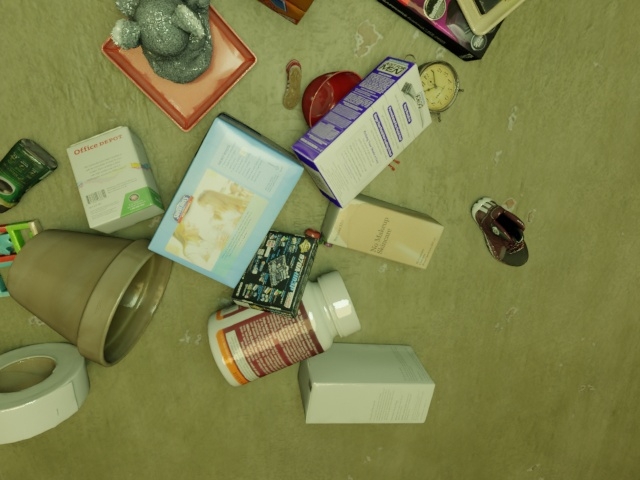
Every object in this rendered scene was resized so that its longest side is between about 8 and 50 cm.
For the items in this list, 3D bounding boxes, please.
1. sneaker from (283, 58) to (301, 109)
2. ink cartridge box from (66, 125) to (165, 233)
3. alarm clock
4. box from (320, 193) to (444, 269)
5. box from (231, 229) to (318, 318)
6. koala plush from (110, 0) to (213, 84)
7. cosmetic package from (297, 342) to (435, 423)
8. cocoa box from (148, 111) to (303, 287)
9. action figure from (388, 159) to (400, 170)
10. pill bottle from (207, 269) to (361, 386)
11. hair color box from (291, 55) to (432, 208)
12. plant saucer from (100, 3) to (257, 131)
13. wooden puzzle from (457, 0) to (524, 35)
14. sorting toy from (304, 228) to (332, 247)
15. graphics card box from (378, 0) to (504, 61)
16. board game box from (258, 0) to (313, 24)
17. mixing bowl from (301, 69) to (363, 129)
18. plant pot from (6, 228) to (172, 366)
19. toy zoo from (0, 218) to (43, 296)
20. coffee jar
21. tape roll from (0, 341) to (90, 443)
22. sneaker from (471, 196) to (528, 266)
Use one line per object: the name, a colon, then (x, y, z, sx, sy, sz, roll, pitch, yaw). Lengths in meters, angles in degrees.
sneaker: (-0.071, -0.401, 1.051, 0.042, 0.067, 0.118, 4, 139, -14)
ink cartridge box: (-0.491, -0.144, 0.990, 0.154, 0.093, 0.213, -22, 82, -3)
alarm clock: (0.284, -0.417, 1.083, 0.192, 0.064, 0.129, 36, 94, -26)
box: (0.172, -0.036, 1.176, 0.311, 0.121, 0.148, 14, 107, -15)
box: (-0.119, 0.082, 1.104, 0.175, 0.051, 0.220, 10, 65, 14)
koala plush: (-0.314, -0.431, 0.845, 0.196, 0.221, 0.203, -11, 111, -6)
cosmetic package: (0.132, 0.445, 1.295, 0.384, 0.217, 0.156, 4, 109, -10)
cocoa box: (-0.230, -0.106, 1.023, 0.231, 0.228, 0.347, 28, 103, -18)
action figure: (0.172, -0.241, 1.154, 0.115, 0.030, 0.038, 32, 107, -17)
pill bottle: (-0.098, 0.241, 1.175, 0.392, 0.224, 0.224, -21, 112, -1)
hair color box: (0.111, -0.267, 1.022, 0.339, 0.110, 0.185, -43, 139, -5)
plant saucer: (-0.330, -0.444, 0.982, 0.258, 0.048, 0.259, -43, 112, 6)
wooden puzzle: (0.396, -0.642, 0.940, 0.221, 0.044, 0.239, -40, 110, 4)
sorting toy: (0.000, 0.000, 1.193, 0.101, 0.061, 0.042, 22, 106, 7)
graphics card box: (0.296, -0.638, 0.997, 0.370, 0.094, 0.233, 25, 103, -19)
board game box: (-0.102, -0.695, 0.764, 0.356, 0.356, 0.357, 25, 104, -17)
mixing bowl: (0.020, -0.345, 1.035, 0.181, 0.098, 0.182, -24, 134, -27)
plant pot: (-0.573, 0.110, 1.015, 0.280, 0.323, 0.323, 22, 105, -4)
toy zoo: (-0.867, 0.060, 1.078, 0.293, 0.030, 0.192, -9, 111, -7)
coffee jar: (-0.745, -0.154, 0.996, 0.184, 0.079, 0.096, -39, 119, 5)
tape roll: (-0.770, 0.389, 1.078, 0.286, 0.286, 0.100, -2, 109, -9)
sneaker: (0.572, 0.002, 1.237, 0.106, 0.162, 0.281, -42, 111, 7)
